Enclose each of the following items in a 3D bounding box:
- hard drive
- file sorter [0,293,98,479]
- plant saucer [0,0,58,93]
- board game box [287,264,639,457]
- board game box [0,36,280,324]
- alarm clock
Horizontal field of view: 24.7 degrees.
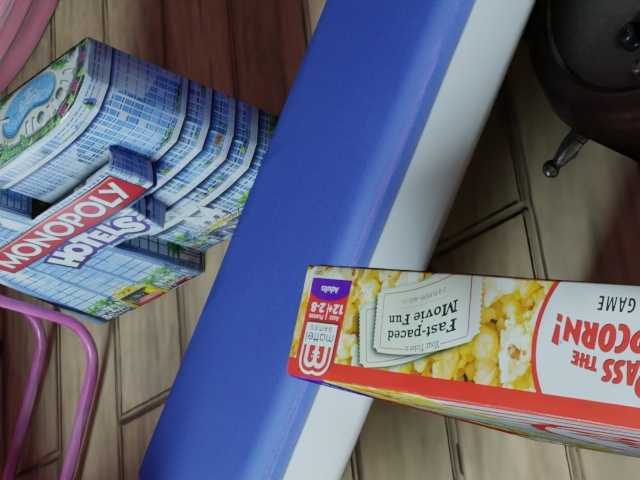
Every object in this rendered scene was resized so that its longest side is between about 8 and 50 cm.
[{"bbox_3d":[0.000,0.000,0.667,0.210,0.040,0.318,-140,71,-73],"label":"hard drive"},{"bbox_3d":[-0.300,0.104,0.910,0.291,0.202,0.182,3,77,50],"label":"file sorter"},{"bbox_3d":[-0.283,-0.220,1.107,0.332,0.084,0.332,-21,61,42],"label":"plant saucer"},{"bbox_3d":[0.106,0.048,0.503,0.193,0.147,0.045,2,77,50],"label":"board game box"},{"bbox_3d":[-0.140,-0.029,0.781,0.194,0.194,0.060,-27,57,41],"label":"board game box"},{"bbox_3d":[0.157,-0.101,0.573,0.192,0.064,0.129,-18,63,41],"label":"alarm clock"}]
